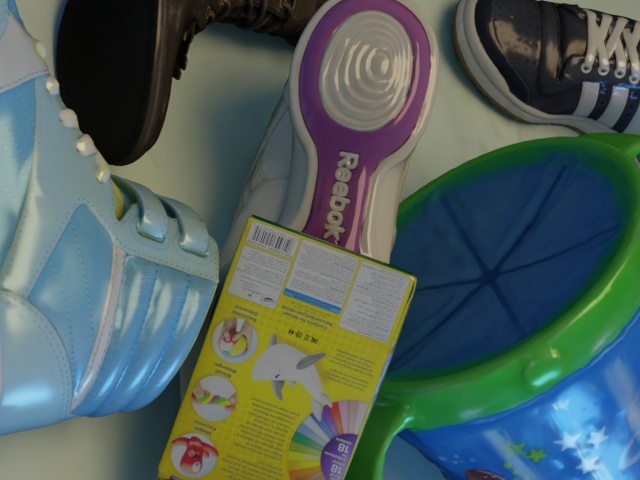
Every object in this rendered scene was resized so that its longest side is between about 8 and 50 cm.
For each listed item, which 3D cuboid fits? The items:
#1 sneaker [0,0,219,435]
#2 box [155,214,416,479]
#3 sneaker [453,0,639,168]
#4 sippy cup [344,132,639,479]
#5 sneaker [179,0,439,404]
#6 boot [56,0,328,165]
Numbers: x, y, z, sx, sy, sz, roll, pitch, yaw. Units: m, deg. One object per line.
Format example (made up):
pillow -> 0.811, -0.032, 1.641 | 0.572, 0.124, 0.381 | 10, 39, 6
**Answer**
sneaker -> -0.155, -0.045, 1.059 | 0.208, 0.127, 0.319 | 0, 87, -40
box -> -0.023, 0.086, 1.088 | 0.105, 0.043, 0.179 | 21, 92, 0
sneaker -> 0.241, -0.131, 1.416 | 0.282, 0.153, 0.099 | 25, 61, -35
sippy cup -> 0.152, 0.090, 1.238 | 0.224, 0.305, 0.240 | 56, 10, -29
sneaker -> 0.000, 0.000, 1.185 | 0.114, 0.152, 0.305 | 21, 85, -1
boot -> -0.048, -0.153, 1.215 | 0.229, 0.091, 0.263 | 18, 72, -46
